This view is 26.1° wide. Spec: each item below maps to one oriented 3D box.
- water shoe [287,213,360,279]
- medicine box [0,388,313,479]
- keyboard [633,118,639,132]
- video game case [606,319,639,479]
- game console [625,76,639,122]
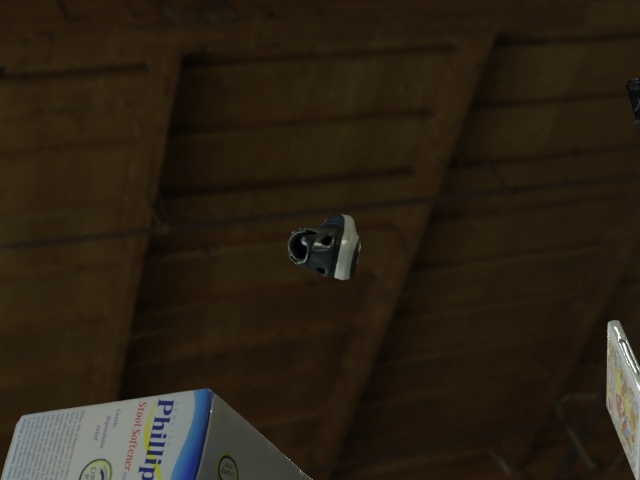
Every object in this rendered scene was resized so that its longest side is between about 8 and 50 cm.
[{"bbox_3d":[0.000,0.000,1.705,0.080,0.203,0.073,12,-86,-7],"label":"water shoe"},{"bbox_3d":[-0.196,0.318,1.676,0.289,0.149,0.263,-11,-38,26],"label":"medicine box"},{"bbox_3d":[0.449,-0.085,1.689,0.023,0.180,0.108,-43,-39,9],"label":"keyboard"},{"bbox_3d":[0.571,0.298,2.562,0.026,0.206,0.227,-10,-52,-1],"label":"video game case"},{"bbox_3d":[0.480,-0.190,1.851,0.122,0.107,0.071,-15,-15,10],"label":"game console"}]
